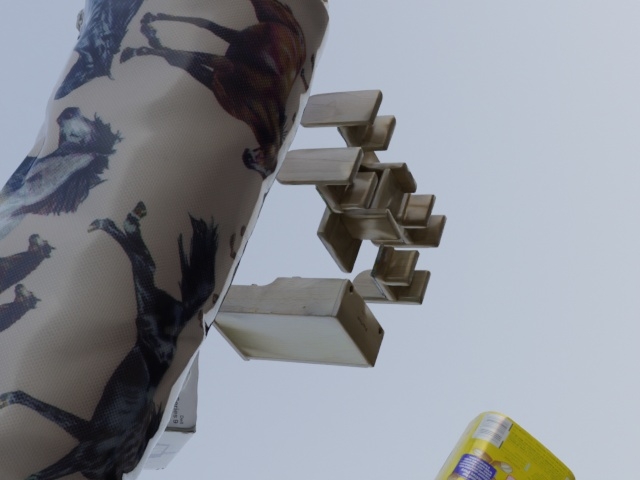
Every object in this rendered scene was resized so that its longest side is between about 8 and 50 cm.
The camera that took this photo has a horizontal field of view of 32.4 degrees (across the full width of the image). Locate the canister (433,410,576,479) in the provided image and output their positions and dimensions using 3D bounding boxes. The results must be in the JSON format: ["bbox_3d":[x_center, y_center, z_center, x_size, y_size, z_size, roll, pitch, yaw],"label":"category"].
[{"bbox_3d":[0.155,0.251,1.007,0.170,0.126,0.073,-46,-5,-46],"label":"canister"}]

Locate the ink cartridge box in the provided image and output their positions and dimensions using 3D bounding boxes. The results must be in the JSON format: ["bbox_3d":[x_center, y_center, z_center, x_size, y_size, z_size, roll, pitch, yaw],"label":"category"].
[{"bbox_3d":[-0.225,0.203,1.456,0.093,0.212,0.154,7,-116,-19],"label":"ink cartridge box"}]

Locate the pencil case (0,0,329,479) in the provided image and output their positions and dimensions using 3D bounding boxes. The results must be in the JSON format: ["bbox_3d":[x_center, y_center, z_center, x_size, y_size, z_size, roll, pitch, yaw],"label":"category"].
[{"bbox_3d":[-0.142,-0.001,0.699,0.160,0.183,0.410,44,-118,-52],"label":"pencil case"}]

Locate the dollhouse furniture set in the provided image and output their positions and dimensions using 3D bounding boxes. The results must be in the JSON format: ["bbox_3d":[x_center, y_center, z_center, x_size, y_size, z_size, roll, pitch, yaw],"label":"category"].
[{"bbox_3d":[0.000,0.000,1.153,0.212,0.161,0.242,56,-136,-44],"label":"dollhouse furniture set"}]
